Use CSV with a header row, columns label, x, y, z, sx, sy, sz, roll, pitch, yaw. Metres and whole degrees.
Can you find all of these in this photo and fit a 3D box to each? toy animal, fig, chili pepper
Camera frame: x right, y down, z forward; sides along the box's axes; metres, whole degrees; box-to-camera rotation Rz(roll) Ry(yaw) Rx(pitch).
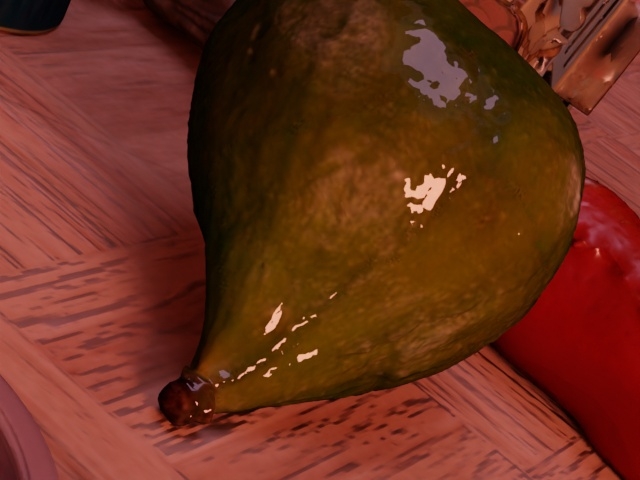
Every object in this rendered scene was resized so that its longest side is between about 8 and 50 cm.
label,x,y,z,sx,sy,sz,roll,pitch,yaw
toy animal,-0.057,-0.156,1.100,0.179,0.089,0.188,33,12,-36
fig,0.000,0.000,0.783,0.203,0.235,0.203,33,-20,14
chili pepper,0.177,0.066,0.892,0.387,0.110,0.110,45,26,25

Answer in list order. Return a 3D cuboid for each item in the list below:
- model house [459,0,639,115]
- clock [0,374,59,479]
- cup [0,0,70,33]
label,x,y,z,sx,sy,sz,roll,pitch,yaw
model house,0.107,-0.128,1.040,0.169,0.244,0.326,40,-11,16
clock,-0.174,0.072,0.487,0.197,0.068,0.197,26,23,-12
cup,-0.178,-0.226,0.990,0.131,0.155,0.176,21,26,-24
